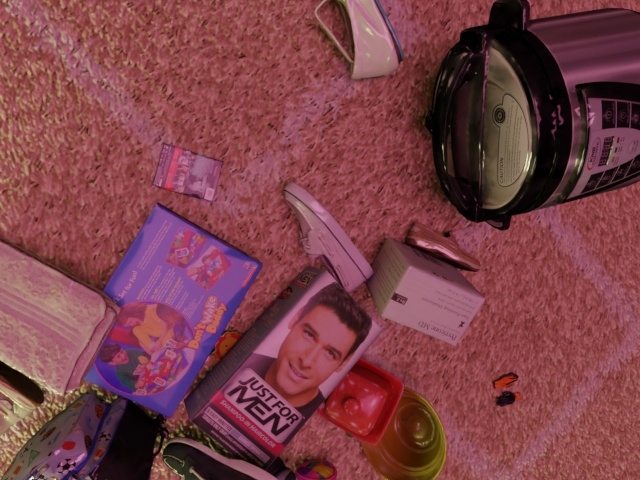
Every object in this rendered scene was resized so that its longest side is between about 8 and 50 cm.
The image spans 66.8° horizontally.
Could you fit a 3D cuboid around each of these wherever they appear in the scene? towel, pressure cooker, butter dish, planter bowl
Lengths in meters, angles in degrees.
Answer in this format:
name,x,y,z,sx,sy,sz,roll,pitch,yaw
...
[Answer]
name,x,y,z,sx,sy,sz,roll,pitch,yaw
towel,-0.509,0.131,0.854,0.282,0.049,0.187,26,87,6
pressure cooker,0.413,-0.235,0.955,0.420,0.375,0.369,-13,75,-13
butter dish,0.076,0.343,1.034,0.160,0.118,0.160,25,90,17
planter bowl,0.200,0.429,1.091,0.090,0.217,0.217,5,97,-52

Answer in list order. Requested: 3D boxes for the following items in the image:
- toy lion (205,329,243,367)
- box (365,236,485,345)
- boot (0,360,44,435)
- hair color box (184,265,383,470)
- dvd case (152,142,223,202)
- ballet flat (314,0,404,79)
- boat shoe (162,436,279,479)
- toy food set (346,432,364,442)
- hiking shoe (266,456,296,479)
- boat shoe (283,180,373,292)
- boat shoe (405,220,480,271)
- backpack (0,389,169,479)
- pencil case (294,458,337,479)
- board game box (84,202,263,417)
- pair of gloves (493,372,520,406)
name,x,y,z,sx,sy,sz,roll,pitch,yaw
toy lion,-0.191,0.243,1.016,0.096,0.034,0.100,-36,105,-17
box,0.209,0.101,1.016,0.181,0.182,0.119,23,105,-14
boot,-0.641,0.281,0.871,0.165,0.077,0.213,-44,109,-5
hair color box,-0.071,0.251,0.982,0.185,0.113,0.374,47,75,-16
dvd case,-0.260,-0.132,0.957,0.119,0.013,0.087,15,93,-16
ballet flat,0.033,-0.503,0.944,0.139,0.139,0.400,-28,104,-11
boat shoe,-0.207,0.451,0.907,0.091,0.303,0.114,-55,128,-39
toy food set,0.086,0.409,1.098,0.083,0.020,0.083,16,90,20
hiking shoe,-0.200,0.539,0.983,0.304,0.132,0.113,-28,141,-27
boat shoe,0.000,0.000,1.009,0.088,0.096,0.267,-42,112,-8
boat shoe,0.288,0.011,1.104,0.190,0.068,0.072,24,78,-17
backpack,-0.433,0.424,0.859,0.213,0.276,0.263,43,91,-11
pencil case,-0.022,0.610,1.073,0.104,0.104,0.236,6,95,-16
board game box,-0.303,0.134,0.944,0.233,0.078,0.347,32,88,-17
pair of gloves,0.471,0.378,1.226,0.074,0.010,0.083,-13,103,-15
